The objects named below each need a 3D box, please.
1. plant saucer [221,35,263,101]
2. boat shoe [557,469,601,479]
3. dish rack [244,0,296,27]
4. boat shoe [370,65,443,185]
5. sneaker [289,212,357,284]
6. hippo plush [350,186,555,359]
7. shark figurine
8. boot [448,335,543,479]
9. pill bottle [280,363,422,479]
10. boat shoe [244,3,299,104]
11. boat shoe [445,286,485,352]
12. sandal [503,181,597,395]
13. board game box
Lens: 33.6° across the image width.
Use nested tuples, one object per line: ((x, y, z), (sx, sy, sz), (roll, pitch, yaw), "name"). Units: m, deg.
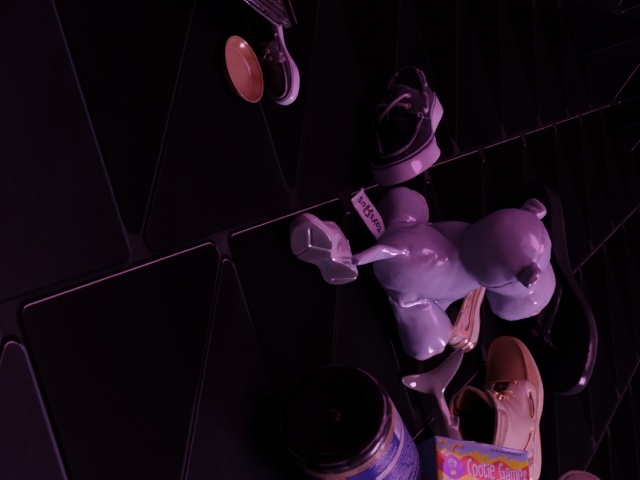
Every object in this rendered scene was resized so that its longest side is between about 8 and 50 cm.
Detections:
((-0.097, -0.206, 1.282), (0.083, 0.015, 0.083), (39, 44, -50), "plant saucer")
((0.450, 0.557, 1.851), (0.340, 0.127, 0.113), (-80, 175, -54), "boat shoe")
((-0.096, -0.395, 1.282), (0.208, 0.074, 0.272), (24, 43, -55), "dish rack")
((0.124, -0.183, 1.609), (0.102, 0.108, 0.301), (63, 26, -22), "boat shoe")
((0.000, 0.000, 1.330), (0.152, 0.053, 0.061), (50, 30, -54), "sneaker")
((0.200, 0.006, 1.465), (0.294, 0.236, 0.234), (61, 23, -45), "hippo plush")
((0.196, 0.308, 1.479), (0.166, 0.116, 0.278), (45, 41, -48), "shark figurine")
((0.278, 0.252, 1.694), (0.203, 0.095, 0.262), (37, 49, -50), "boot")
((0.044, 0.239, 1.178), (0.219, 0.122, 0.123), (62, 26, -50), "pill bottle")
((-0.066, -0.237, 1.332), (0.040, 0.049, 0.142), (8, 62, -56), "boat shoe")
((0.223, 0.083, 1.710), (0.072, 0.068, 0.190), (35, 45, -36), "boat shoe")
((0.398, 0.086, 1.990), (0.107, 0.167, 0.446), (17, 50, -31), "sandal")
((0.166, 0.395, 1.274), (0.142, 0.144, 0.275), (13, 60, -25), "board game box")
